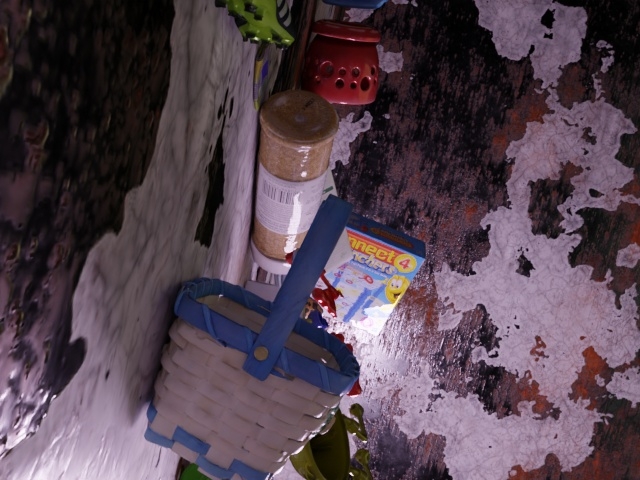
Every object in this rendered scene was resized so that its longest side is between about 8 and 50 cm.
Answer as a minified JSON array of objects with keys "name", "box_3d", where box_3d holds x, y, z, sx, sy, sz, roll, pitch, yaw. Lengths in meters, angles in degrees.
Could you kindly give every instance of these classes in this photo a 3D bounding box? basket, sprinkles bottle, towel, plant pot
[{"name":"basket","box_3d":[-0.047,0.086,0.571,0.255,0.201,0.289,-73,-174,-87]},{"name":"sprinkles bottle","box_3d":[-0.054,-0.082,0.912,0.355,0.121,0.121,104,-1,-53]},{"name":"towel","box_3d":[-0.077,-0.220,0.695,0.083,0.009,0.060,104,-2,-51]},{"name":"plant pot","box_3d":[0.055,-0.438,1.290,0.191,0.191,0.174,-79,178,-64]}]

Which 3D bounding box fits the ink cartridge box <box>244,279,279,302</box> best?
[{"name":"ink cartridge box","box_3d":[-0.142,0.181,1.141,0.175,0.072,0.127,105,-2,-57]}]

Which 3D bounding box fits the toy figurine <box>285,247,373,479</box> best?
[{"name":"toy figurine","box_3d":[-0.072,0.208,0.794,0.191,0.217,0.362,50,24,-49]}]

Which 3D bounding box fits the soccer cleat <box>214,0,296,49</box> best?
[{"name":"soccer cleat","box_3d":[-0.050,-0.217,0.464,0.179,0.060,0.072,-61,163,-82]}]

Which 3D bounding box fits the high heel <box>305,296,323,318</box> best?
[{"name":"high heel","box_3d":[-0.104,0.254,1.368,0.093,0.186,0.261,-80,-177,-76]}]

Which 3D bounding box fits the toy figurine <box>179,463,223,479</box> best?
[{"name":"toy figurine","box_3d":[-0.169,0.343,0.908,0.173,0.130,0.159,-55,-173,-9]}]

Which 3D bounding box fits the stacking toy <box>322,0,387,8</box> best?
[{"name":"stacking toy","box_3d":[0.076,-0.677,1.158,0.302,0.166,0.175,67,37,-66]}]

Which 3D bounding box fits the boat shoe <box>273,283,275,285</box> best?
[{"name":"boat shoe","box_3d":[-0.161,0.265,1.839,0.084,0.095,0.258,119,-17,-72]}]

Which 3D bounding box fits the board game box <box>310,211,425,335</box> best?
[{"name":"board game box","box_3d":[0.084,0.082,1.456,0.086,0.308,0.302,-74,-173,-57]}]

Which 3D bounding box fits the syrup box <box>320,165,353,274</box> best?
[{"name":"syrup box","box_3d":[-0.016,-0.054,1.113,0.093,0.096,0.236,23,-44,51]}]

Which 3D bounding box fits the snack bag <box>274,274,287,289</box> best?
[{"name":"snack bag","box_3d":[-0.087,-0.043,1.305,0.323,0.037,0.342,-92,-176,-74]}]
